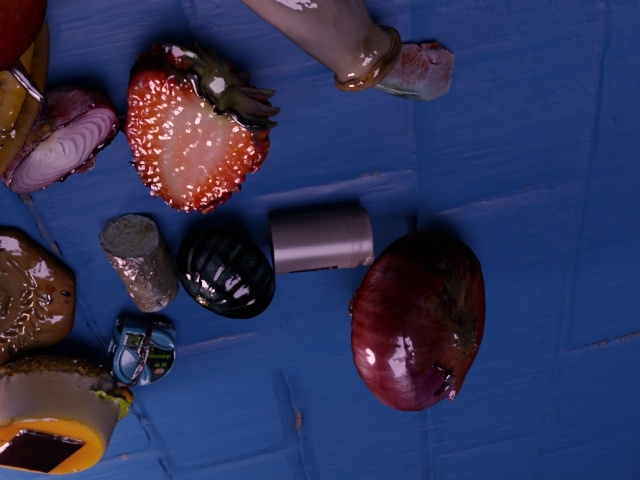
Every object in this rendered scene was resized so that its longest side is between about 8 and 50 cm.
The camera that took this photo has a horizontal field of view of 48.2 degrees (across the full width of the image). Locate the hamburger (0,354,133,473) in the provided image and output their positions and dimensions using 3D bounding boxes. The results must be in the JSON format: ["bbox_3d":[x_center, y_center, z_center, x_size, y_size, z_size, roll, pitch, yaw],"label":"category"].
[{"bbox_3d":[-0.533,0.335,1.404,0.294,0.179,0.276,24,130,-33],"label":"hamburger"}]

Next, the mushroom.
[{"bbox_3d":[-0.037,-0.361,0.970,0.407,0.137,0.154,33,104,-37],"label":"mushroom"}]

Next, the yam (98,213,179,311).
[{"bbox_3d":[-0.312,0.049,1.276,0.107,0.107,0.183,-14,134,-2],"label":"yam"}]

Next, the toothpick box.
[{"bbox_3d":[0.000,0.000,1.302,0.180,0.111,0.111,-6,131,-8],"label":"toothpick box"}]

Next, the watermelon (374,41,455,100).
[{"bbox_3d":[0.138,-0.268,1.151,0.180,0.081,0.094,-8,106,-15],"label":"watermelon"}]

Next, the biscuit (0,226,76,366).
[{"bbox_3d":[-0.620,0.110,1.288,0.359,0.046,0.359,-7,130,-8],"label":"biscuit"}]

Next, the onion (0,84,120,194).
[{"bbox_3d":[-0.399,-0.161,1.077,0.206,0.098,0.151,-36,166,2],"label":"onion"}]

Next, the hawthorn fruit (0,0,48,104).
[{"bbox_3d":[-0.448,-0.297,0.819,0.284,0.285,0.369,-31,125,13],"label":"hawthorn fruit"}]

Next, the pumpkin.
[{"bbox_3d":[-0.168,0.062,1.272,0.150,0.194,0.194,-30,133,-13],"label":"pumpkin"}]

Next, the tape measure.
[{"bbox_3d":[-0.347,0.218,1.408,0.125,0.081,0.146,11,103,-34],"label":"tape measure"}]

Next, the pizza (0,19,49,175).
[{"bbox_3d":[-0.490,-0.241,0.962,0.287,0.074,0.251,42,82,-7],"label":"pizza"}]

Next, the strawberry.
[{"bbox_3d":[-0.198,-0.178,1.112,0.233,0.138,0.306,32,144,-13],"label":"strawberry"}]

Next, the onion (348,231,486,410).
[{"bbox_3d":[0.165,0.146,1.376,0.285,0.348,0.347,8,147,40],"label":"onion"}]
